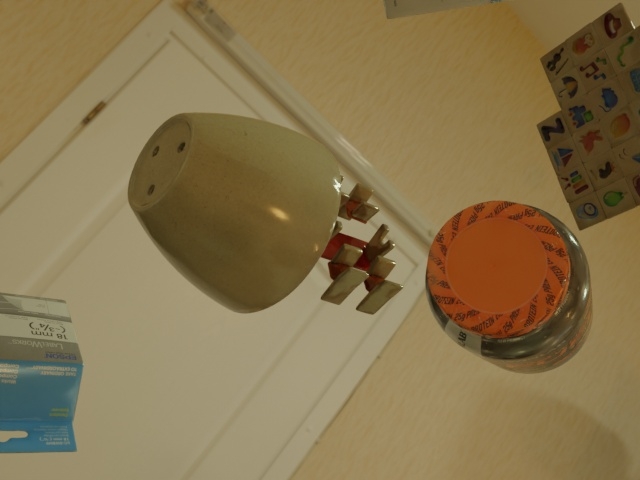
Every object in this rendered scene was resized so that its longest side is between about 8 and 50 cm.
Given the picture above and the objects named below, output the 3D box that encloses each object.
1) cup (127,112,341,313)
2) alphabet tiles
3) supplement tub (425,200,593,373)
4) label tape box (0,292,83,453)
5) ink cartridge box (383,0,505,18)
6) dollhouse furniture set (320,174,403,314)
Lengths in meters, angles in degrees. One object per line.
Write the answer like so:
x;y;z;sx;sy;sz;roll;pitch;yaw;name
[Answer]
-0.165;-0.074;0.987;0.237;0.331;0.331;30;-5;-40;cup
0.363;-0.158;0.747;0.198;0.009;0.237;-33;-113;47;alphabet tiles
0.152;0.041;0.480;0.117;0.117;0.190;31;0;29;supplement tub
-0.564;0.221;1.084;0.240;0.106;0.333;13;20;-37;label tape box
0.161;-0.313;0.577;0.212;0.154;0.093;-2;-23;13;ink cartridge box
0.000;0.000;1.119;0.259;0.135;0.262;19;39;-28;dollhouse furniture set
